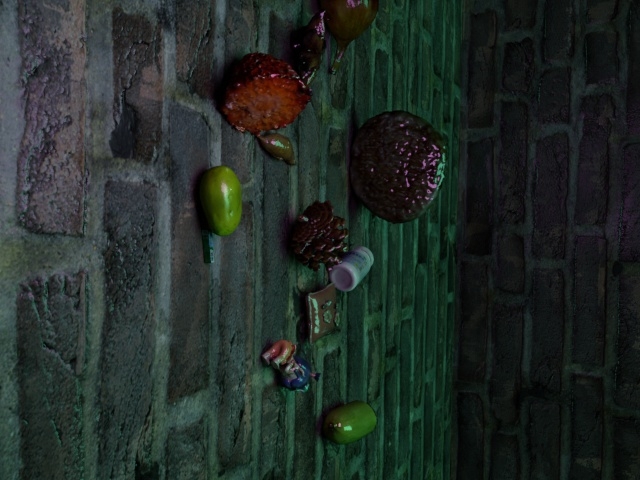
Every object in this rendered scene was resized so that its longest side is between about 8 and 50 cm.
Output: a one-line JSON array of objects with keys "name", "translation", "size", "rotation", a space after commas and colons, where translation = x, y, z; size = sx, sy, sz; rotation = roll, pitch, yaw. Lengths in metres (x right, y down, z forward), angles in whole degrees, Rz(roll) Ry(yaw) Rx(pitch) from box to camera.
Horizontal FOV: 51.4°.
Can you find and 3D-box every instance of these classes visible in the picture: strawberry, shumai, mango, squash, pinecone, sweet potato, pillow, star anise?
[{"name": "strawberry", "translation": [-0.141, -0.392, 1.646], "size": [0.234, 0.234, 0.177], "rotation": [39, 34, -59]}, {"name": "shumai", "translation": [0.316, -0.249, 2.404], "size": [0.348, 0.395, 0.394], "rotation": [5, 87, -63]}, {"name": "mango", "translation": [-0.234, -0.096, 1.575], "size": [0.117, 0.089, 0.163], "rotation": [-58, 146, -67]}, {"name": "squash", "translation": [0.088, 0.628, 2.264], "size": [0.247, 0.133, 0.132], "rotation": [5, 87, -62]}, {"name": "pinecone", "translation": [-0.001, -0.001, 1.973], "size": [0.185, 0.169, 0.212], "rotation": [-43, 151, -15]}, {"name": "sweet potato", "translation": [-0.101, -0.252, 1.865], "size": [0.226, 0.068, 0.068], "rotation": [29, 66, -62]}, {"name": "pillow", "translation": [0.009, 0.232, 2.119], "size": [0.179, 0.075, 0.171], "rotation": [-19, 110, -61]}, {"name": "star anise", "translation": [-0.043, -0.551, 1.934], "size": [0.272, 0.103, 0.271], "rotation": [15, 90, -87]}]

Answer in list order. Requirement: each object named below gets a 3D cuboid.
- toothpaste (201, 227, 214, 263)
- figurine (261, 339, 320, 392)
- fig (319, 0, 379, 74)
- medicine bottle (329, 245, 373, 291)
[{"name": "toothpaste", "translation": [-0.268, 0.012, 1.587], "size": [0.017, 0.020, 0.083], "rotation": [-27, 116, -64]}, {"name": "figurine", "translation": [-0.082, 0.362, 1.903], "size": [0.102, 0.112, 0.195], "rotation": [-47, 138, -25]}, {"name": "fig", "translation": [0.058, -0.698, 2.119], "size": [0.290, 0.191, 0.190], "rotation": [-54, 178, 38]}, {"name": "medicine bottle", "translation": [0.110, 0.094, 2.287], "size": [0.187, 0.103, 0.102], "rotation": [-41, 128, -56]}]
